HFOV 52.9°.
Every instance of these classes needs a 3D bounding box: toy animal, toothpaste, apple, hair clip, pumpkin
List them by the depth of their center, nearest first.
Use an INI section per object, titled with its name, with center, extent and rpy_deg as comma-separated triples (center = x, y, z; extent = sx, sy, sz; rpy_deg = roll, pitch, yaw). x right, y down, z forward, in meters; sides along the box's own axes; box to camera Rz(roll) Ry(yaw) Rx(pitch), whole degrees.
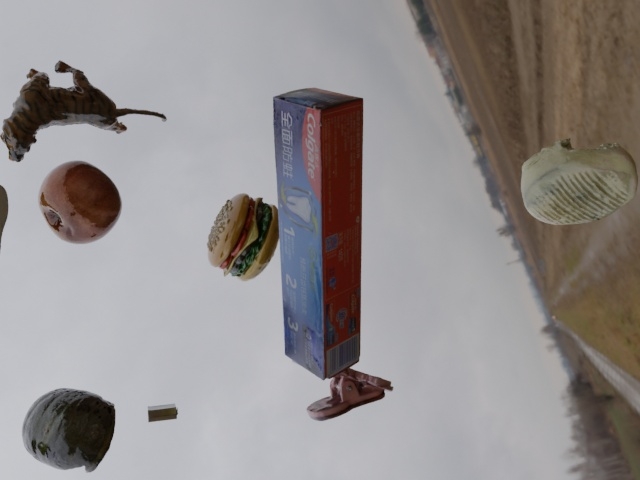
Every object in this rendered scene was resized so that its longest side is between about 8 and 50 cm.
[toothpaste]
center = -0.001, 0.000, 0.708
extent = 0.066, 0.076, 0.320
rpy_deg = -22, -57, -38
[toy animal]
center = -0.336, -0.191, 0.935
extent = 0.116, 0.255, 0.114
rpy_deg = 34, 124, 43
[hair clip]
center = 0.037, 0.204, 0.977
extent = 0.123, 0.138, 0.102
rpy_deg = 173, 85, -69
[pumpkin]
center = -0.398, 0.286, 0.992
extent = 0.108, 0.183, 0.119
rpy_deg = 34, -117, -31
[apple]
center = -0.579, -0.087, 1.537
extent = 0.162, 0.201, 0.201
rpy_deg = -49, -59, -33

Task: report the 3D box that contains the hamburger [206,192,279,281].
[hamburger]
center = -0.140, -0.006, 1.175
extent = 0.115, 0.162, 0.162
rpy_deg = 23, -145, -20

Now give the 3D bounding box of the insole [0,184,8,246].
[insole]
center = -0.776, -0.036, 1.530
extent = 0.065, 0.004, 0.197
rpy_deg = 2, -83, -63

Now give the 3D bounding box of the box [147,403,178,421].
[box]
center = -0.442, 0.483, 1.805
extent = 0.079, 0.083, 0.035
rpy_deg = 159, 107, -73

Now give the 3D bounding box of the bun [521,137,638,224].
[bun]
center = 0.509, -0.125, 1.285
extent = 0.210, 0.237, 0.116
rpy_deg = 21, -124, -21
